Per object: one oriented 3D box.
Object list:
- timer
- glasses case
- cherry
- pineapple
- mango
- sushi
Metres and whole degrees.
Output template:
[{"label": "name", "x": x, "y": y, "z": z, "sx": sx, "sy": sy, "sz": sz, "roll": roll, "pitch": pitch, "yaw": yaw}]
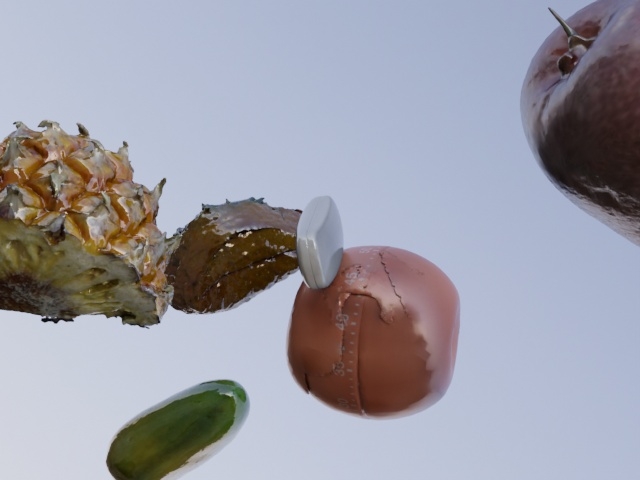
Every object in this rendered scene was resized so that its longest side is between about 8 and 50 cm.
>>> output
[{"label": "timer", "x": 0.070, "y": 0.119, "z": 1.529, "sx": 0.215, "sy": 0.229, "sz": 0.229, "roll": 6, "pitch": -45, "yaw": 11}, {"label": "glasses case", "x": 0.000, "y": 0.000, "z": 1.451, "sx": 0.049, "sy": 0.193, "sz": 0.074, "roll": -10, "pitch": -72, "yaw": 11}, {"label": "cherry", "x": 0.316, "y": -0.105, "z": 1.079, "sx": 0.307, "sy": 0.221, "sz": 0.261, "roll": 51, "pitch": -7, "yaw": -14}, {"label": "pineapple", "x": -0.317, "y": -0.079, "z": 1.327, "sx": 0.344, "sy": 0.286, "sz": 0.209, "roll": 8, "pitch": -43, "yaw": -6}, {"label": "mango", "x": -0.171, "y": 0.241, "z": 1.467, "sx": 0.237, "sy": 0.137, "sz": 0.091, "roll": -30, "pitch": -106, "yaw": 23}, {"label": "sushi", "x": -0.119, "y": 0.003, "z": 1.650, "sx": 0.149, "sy": 0.287, "sz": 0.140, "roll": 63, "pitch": -12, "yaw": -23}]
